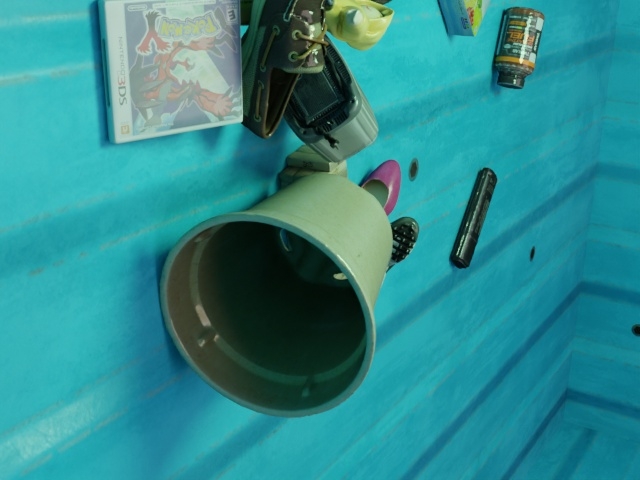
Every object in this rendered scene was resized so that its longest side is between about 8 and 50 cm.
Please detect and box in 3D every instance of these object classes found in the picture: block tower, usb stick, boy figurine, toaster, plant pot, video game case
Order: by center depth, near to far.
[{"bbox_3d":[-0.192,-0.233,1.212,0.201,0.023,0.184,-16,117,-35],"label":"video game case"},{"bbox_3d":[-0.030,0.051,1.429,0.305,0.333,0.334,-51,143,-57],"label":"plant pot"},{"bbox_3d":[0.020,-0.376,1.443,0.285,0.177,0.092,19,108,-46],"label":"boy figurine"},{"bbox_3d":[0.008,-0.222,1.471,0.129,0.227,0.146,-33,157,10],"label":"toaster"},{"bbox_3d":[0.000,0.000,1.656,0.091,0.097,0.336,-43,134,-46],"label":"block tower"},{"bbox_3d":[0.407,-0.059,2.416,0.077,0.045,0.278,40,66,-51],"label":"usb stick"}]

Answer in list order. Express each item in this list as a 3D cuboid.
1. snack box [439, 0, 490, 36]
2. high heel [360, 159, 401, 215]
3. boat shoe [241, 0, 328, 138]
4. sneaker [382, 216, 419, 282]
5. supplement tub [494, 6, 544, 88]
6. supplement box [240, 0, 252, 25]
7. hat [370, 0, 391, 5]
[{"bbox_3d":[0.332,-0.591,2.037,0.207,0.070,0.174,-66,149,-23],"label":"snack box"},{"bbox_3d":[0.085,-0.073,1.791,0.244,0.082,0.117,-55,157,-12],"label":"high heel"},{"bbox_3d":[-0.036,-0.282,1.277,0.123,0.123,0.342,-28,160,-50],"label":"boat shoe"},{"bbox_3d":[0.134,0.013,1.854,0.234,0.078,0.106,-57,-174,45],"label":"sneaker"},{"bbox_3d":[0.510,-0.495,2.361,0.106,0.106,0.198,5,96,-61],"label":"supplement tub"},{"bbox_3d":[-0.126,-0.421,1.272,0.080,0.078,0.234,-22,120,-55],"label":"supplement box"},{"bbox_3d":[0.100,-0.563,1.520,0.331,0.134,0.331,-17,136,-18],"label":"hat"}]
